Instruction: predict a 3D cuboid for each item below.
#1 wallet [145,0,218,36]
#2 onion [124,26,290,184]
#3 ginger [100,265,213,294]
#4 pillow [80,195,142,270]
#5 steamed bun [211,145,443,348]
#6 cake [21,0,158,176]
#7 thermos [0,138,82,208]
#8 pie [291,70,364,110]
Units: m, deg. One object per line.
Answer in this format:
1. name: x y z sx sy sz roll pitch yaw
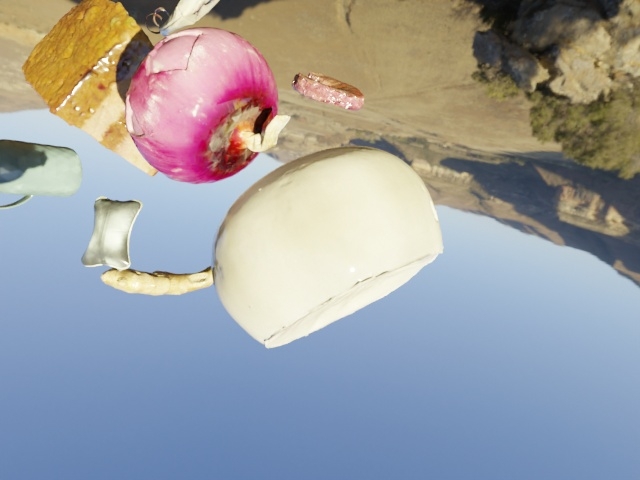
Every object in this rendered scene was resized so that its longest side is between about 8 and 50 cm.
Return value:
1. wallet: -0.290 -0.640 1.119 0.068 0.335 0.275 49 174 -36
2. onion: -0.126 -0.143 0.495 0.153 0.177 0.177 59 -165 -1
3. ginger: -0.281 0.080 0.884 0.288 0.075 0.089 2 178 -38
4. pillow: -0.380 -0.014 0.801 0.091 0.135 0.055 0 168 32
5. steamed bun: 0.000 0.000 0.620 0.324 0.324 0.206 -4 -119 -56
6. cake: -0.341 -0.256 0.807 0.196 0.198 0.293 38 176 32
7. thermos: -0.793 -0.174 1.146 0.145 0.182 0.287 12 -170 28
8. pie: 0.025 -0.419 1.229 0.205 0.054 0.218 19 -155 -2
